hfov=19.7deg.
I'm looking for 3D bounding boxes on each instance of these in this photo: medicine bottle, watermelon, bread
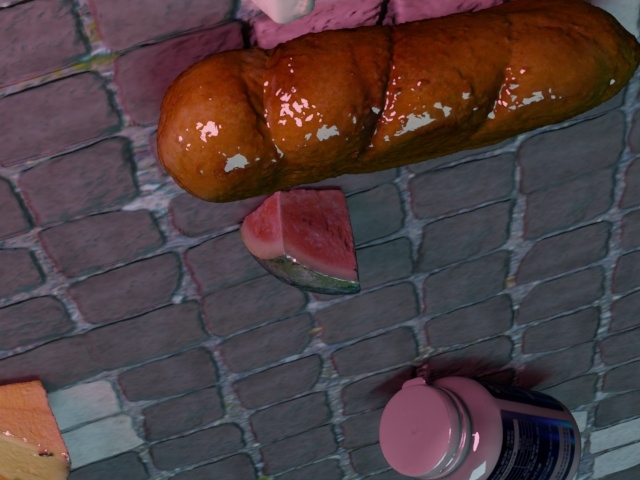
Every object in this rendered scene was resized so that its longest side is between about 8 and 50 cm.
[{"bbox_3d":[0.141,0.178,1.645,0.107,0.107,0.191,-35,149,30],"label":"medicine bottle"},{"bbox_3d":[-0.004,0.002,1.258,0.084,0.092,0.072,-4,112,-44],"label":"watermelon"},{"bbox_3d":[-0.248,0.156,1.380,0.109,0.080,0.084,-10,150,-22],"label":"bread"},{"bbox_3d":[0.067,-0.093,1.105,0.344,0.084,0.124,-13,175,-13],"label":"bread"}]

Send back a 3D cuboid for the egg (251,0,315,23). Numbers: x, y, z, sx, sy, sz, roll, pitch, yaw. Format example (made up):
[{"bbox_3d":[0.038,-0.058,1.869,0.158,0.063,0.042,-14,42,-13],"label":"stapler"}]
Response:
[{"bbox_3d":[0.020,-0.200,0.777,0.162,0.206,0.271,1,-169,30],"label":"egg"}]
